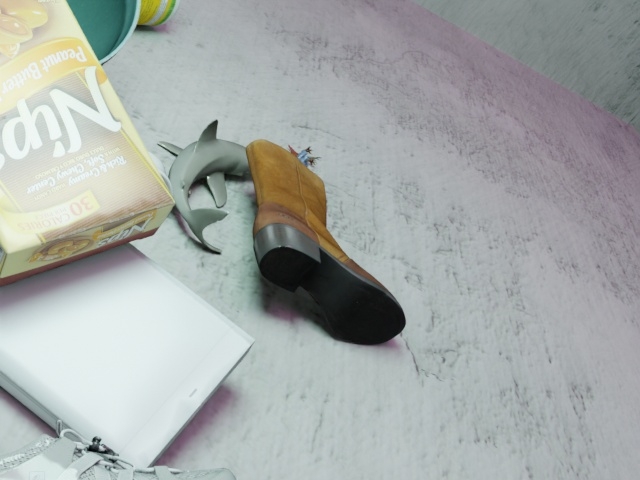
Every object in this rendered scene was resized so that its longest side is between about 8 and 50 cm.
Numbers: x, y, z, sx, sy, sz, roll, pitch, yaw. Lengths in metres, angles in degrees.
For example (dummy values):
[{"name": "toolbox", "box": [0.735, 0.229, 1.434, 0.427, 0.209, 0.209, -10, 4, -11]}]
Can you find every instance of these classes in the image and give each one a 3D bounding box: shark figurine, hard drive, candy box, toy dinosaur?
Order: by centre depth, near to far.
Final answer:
[{"name": "hard drive", "box": [-0.246, 0.080, 0.777, 0.307, 0.040, 0.203, 37, 47, 4]}, {"name": "candy box", "box": [-0.311, -0.128, 0.790, 0.183, 0.087, 0.316, -22, 76, -37]}, {"name": "shark figurine", "box": [-0.168, -0.112, 1.083, 0.166, 0.116, 0.278, 28, 30, -6]}, {"name": "toy dinosaur", "box": [-0.034, -0.128, 1.313, 0.090, 0.047, 0.082, 10, 32, 27]}]

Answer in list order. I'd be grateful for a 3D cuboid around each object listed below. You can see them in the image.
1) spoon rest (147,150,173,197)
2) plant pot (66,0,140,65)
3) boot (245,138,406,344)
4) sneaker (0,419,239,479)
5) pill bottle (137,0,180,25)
[{"name": "spoon rest", "box": [-0.308, -0.087, 0.946, 0.276, 0.084, 0.137, 4, 45, -40]}, {"name": "plant pot", "box": [-0.413, -0.307, 0.993, 0.293, 0.196, 0.293, 13, 66, -31]}, {"name": "boot", "box": [0.000, 0.000, 1.091, 0.264, 0.096, 0.280, 28, 27, -25]}, {"name": "sneaker", "box": [-0.192, 0.199, 0.618, 0.281, 0.105, 0.115, 8, 59, -35]}, {"name": "pill bottle", "box": [-0.377, -0.453, 1.327, 0.136, 0.136, 0.246, 46, 34, 19]}]
